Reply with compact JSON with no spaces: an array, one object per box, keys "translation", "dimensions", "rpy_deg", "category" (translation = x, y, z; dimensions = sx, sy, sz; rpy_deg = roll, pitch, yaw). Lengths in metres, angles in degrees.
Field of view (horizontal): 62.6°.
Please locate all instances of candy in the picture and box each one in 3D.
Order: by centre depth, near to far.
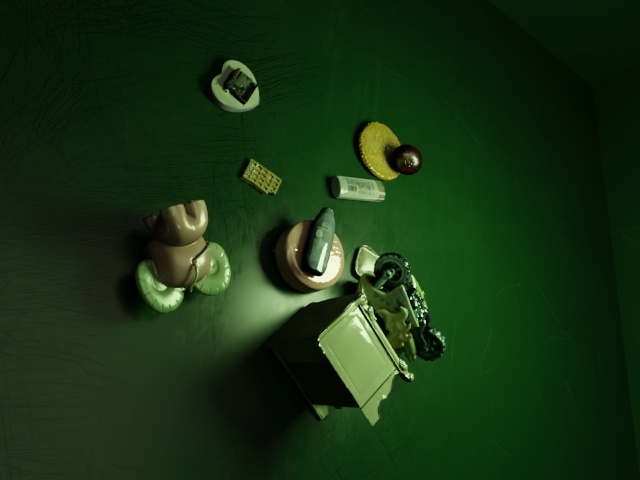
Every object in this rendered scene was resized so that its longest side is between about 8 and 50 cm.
[{"translation":[-0.040,0.052,1.761],"dimensions":[0.255,0.094,0.255],"rpy_deg":[13,67,-33],"category":"candy"}]

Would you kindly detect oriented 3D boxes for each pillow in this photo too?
[{"translation":[0.222,0.121,1.968],"dimensions":[0.233,0.038,0.130],"rpy_deg":[33,60,-22],"category":"pillow"}]

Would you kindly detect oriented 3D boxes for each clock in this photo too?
[{"translation":[-0.280,-0.524,1.808],"dimensions":[0.172,0.064,0.198],"rpy_deg":[37,57,-20],"category":"clock"}]

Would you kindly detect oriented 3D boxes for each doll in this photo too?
[{"translation":[-0.377,0.045,1.439],"dimensions":[0.284,0.216,0.268],"rpy_deg":[-21,93,-42],"category":"doll"}]

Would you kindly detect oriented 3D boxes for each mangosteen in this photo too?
[{"translation":[0.352,-0.335,2.139],"dimensions":[0.140,0.140,0.140],"rpy_deg":[13,67,-33],"category":"mangosteen"}]

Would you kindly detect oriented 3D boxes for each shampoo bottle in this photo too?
[{"translation":[0.000,0.000,1.714],"dimensions":[0.087,0.049,0.233],"rpy_deg":[26,60,-25],"category":"shampoo bottle"},{"translation":[0.147,-0.196,2.013],"dimensions":[0.228,0.056,0.086],"rpy_deg":[1,72,-37],"category":"shampoo bottle"}]

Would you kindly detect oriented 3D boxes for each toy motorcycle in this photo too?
[{"translation":[0.267,0.246,1.834],"dimensions":[0.169,0.237,0.410],"rpy_deg":[-32,96,-54],"category":"toy motorcycle"}]

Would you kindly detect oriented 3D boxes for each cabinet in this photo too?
[{"translation":[0.061,0.361,1.603],"dimensions":[0.227,0.290,0.318],"rpy_deg":[-39,101,-37],"category":"cabinet"}]

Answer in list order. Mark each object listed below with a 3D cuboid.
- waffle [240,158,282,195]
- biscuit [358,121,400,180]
[{"translation":[-0.199,-0.208,1.784],"dimensions":[0.135,0.021,0.092],"rpy_deg":[35,55,-21],"category":"waffle"},{"translation":[0.250,-0.364,2.161],"dimensions":[0.254,0.035,0.253],"rpy_deg":[13,67,-35],"category":"biscuit"}]
